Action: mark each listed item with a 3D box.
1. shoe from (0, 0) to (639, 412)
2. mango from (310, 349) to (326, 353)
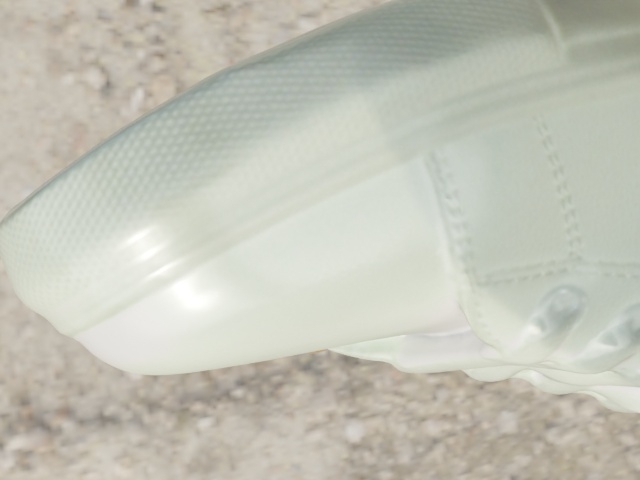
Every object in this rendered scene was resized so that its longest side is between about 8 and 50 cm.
[{"bbox_3d":[0.100,0.008,0.465,0.132,0.363,0.160,-32,76,61],"label":"shoe"},{"bbox_3d":[-0.004,0.001,1.162,0.084,0.159,0.105,1,134,6],"label":"mango"}]
